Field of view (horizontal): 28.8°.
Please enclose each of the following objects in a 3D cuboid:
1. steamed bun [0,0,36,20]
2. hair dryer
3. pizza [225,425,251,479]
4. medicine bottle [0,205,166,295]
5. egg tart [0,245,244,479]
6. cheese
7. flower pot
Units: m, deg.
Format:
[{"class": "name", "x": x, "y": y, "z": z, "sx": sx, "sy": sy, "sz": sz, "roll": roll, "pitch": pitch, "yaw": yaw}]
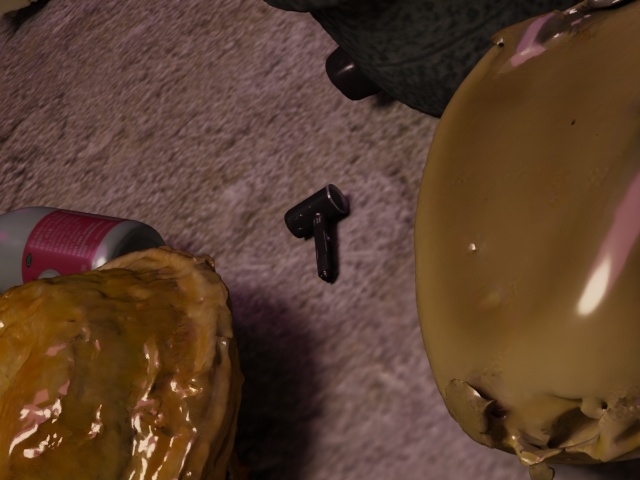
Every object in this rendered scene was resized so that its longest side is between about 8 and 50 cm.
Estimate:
[{"class": "steamed bun", "x": -0.429, "y": -0.400, "z": 1.711, "sx": 0.225, "sy": 0.170, "sz": 0.200, "roll": 57, "pitch": 136, "yaw": 38}, {"class": "hair dryer", "x": 0.000, "y": 0.000, "z": 0.944, "sx": 0.047, "sy": 0.026, "sz": 0.083, "roll": -33, "pitch": 45, "yaw": 26}, {"class": "pizza", "x": -0.101, "y": 0.176, "z": 0.873, "sx": 0.185, "sy": 0.036, "sz": 0.176, "roll": -27, "pitch": 38, "yaw": 32}, {"class": "medicine bottle", "x": -0.241, "y": 0.015, "z": 1.081, "sx": 0.217, "sy": 0.090, "sz": 0.090, "roll": 8, "pitch": 62, "yaw": 30}, {"class": "egg tart", "x": -0.185, "y": 0.122, "z": 0.862, "sx": 0.319, "sy": 0.128, "sz": 0.319, "roll": -30, "pitch": 43, "yaw": 32}, {"class": "cheese", "x": 0.160, "y": -0.011, "z": 0.692, "sx": 0.259, "sy": 0.128, "sz": 0.316, "roll": -27, "pitch": 33, "yaw": 41}, {"class": "flower pot", "x": 0.055, "y": -0.268, "z": 0.910, "sx": 0.299, "sy": 0.283, "sz": 0.299, "roll": -29, "pitch": 40, "yaw": 28}]
